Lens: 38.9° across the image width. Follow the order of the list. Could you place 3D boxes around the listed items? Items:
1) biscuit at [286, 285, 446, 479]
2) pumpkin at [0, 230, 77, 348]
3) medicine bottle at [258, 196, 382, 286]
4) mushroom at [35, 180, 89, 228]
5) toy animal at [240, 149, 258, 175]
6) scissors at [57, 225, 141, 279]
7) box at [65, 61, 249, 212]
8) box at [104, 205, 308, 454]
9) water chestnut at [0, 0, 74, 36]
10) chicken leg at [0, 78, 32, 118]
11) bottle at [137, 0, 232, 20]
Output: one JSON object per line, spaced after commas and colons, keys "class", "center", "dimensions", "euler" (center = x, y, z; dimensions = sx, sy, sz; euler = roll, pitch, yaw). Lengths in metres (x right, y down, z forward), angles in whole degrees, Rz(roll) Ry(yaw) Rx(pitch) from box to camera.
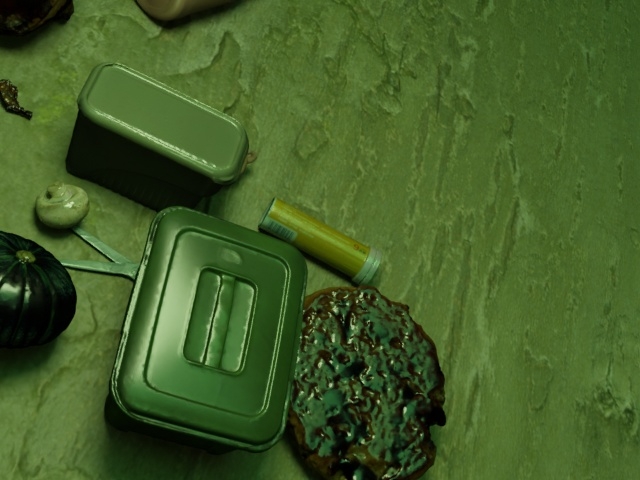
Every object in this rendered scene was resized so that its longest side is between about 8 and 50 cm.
{"class": "biscuit", "center": [0.062, 0.235, 1.443], "dimensions": [0.289, 0.081, 0.334], "euler": [-12, 77, -26]}
{"class": "pumpkin", "center": [-0.433, 0.066, 1.250], "dimensions": [0.194, 0.150, 0.194], "euler": [24, 48, -29]}
{"class": "medicine bottle", "center": [0.000, 0.000, 1.598], "dimensions": [0.218, 0.074, 0.074], "euler": [29, 50, -9]}
{"class": "mushroom", "center": [-0.400, -0.056, 1.399], "dimensions": [0.083, 0.067, 0.084], "euler": [-9, 37, 7]}
{"class": "toy animal", "center": [-0.190, -0.154, 1.583], "dimensions": [0.150, 0.089, 0.083], "euler": [24, 53, -3]}
{"class": "scissors", "center": [-0.299, 0.045, 1.432], "dimensions": [0.247, 0.017, 0.144], "euler": [22, 51, -14]}
{"class": "box", "center": [-0.270, -0.150, 1.469], "dimensions": [0.274, 0.178, 0.138], "euler": [26, 51, -13]}
{"class": "box", "center": [-0.171, 0.143, 1.322], "dimensions": [0.252, 0.178, 0.329], "euler": [19, 60, -16]}
{"class": "water chestnut", "center": [-0.497, -0.446, 1.530], "dimensions": [0.238, 0.223, 0.224], "euler": [58, 29, -48]}
{"class": "chicken leg", "center": [-0.508, -0.232, 1.490], "dimensions": [0.036, 0.021, 0.083], "euler": [-23, 74, -48]}
{"class": "bottle", "center": [-0.226, -0.557, 1.769], "dimensions": [0.297, 0.173, 0.206], "euler": [-30, 76, -40]}
